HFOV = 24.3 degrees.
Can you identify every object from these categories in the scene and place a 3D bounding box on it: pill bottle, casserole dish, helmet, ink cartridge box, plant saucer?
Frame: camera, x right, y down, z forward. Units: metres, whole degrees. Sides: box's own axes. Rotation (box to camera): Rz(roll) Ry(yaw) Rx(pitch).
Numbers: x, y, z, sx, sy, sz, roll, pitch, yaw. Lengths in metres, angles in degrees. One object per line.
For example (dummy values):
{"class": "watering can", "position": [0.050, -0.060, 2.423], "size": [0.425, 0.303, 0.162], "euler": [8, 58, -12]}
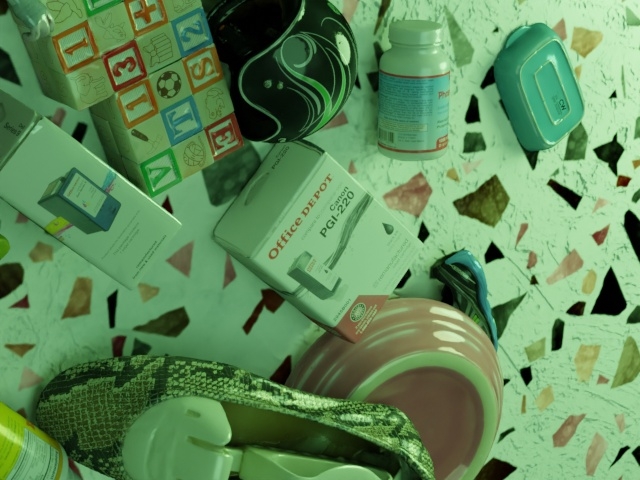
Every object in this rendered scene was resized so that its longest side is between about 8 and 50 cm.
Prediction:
{"class": "pill bottle", "position": [0.114, -0.183, 1.801], "size": [0.087, 0.087, 0.160], "euler": [-14, 115, -33]}
{"class": "casserole dish", "position": [0.296, -0.199, 1.967], "size": [0.114, 0.037, 0.188], "euler": [-41, 127, -18]}
{"class": "helmet", "position": [-0.040, -0.193, 1.637], "size": [0.169, 0.169, 0.161], "euler": [-50, 136, -11]}
{"class": "pill bottle", "position": [-0.352, 0.237, 1.587], "size": [0.117, 0.117, 0.215], "euler": [-52, 129, -9]}
{"class": "ink cartridge box", "position": [-0.269, -0.058, 1.515], "size": [0.093, 0.154, 0.212], "euler": [-53, 130, -7]}
{"class": "ink cartridge box", "position": [0.000, 0.000, 1.782], "size": [0.218, 0.092, 0.159], "euler": [41, 81, -38]}
{"class": "plant saucer", "position": [0.103, 0.240, 1.918], "size": [0.332, 0.084, 0.332], "euler": [-10, 116, -22]}

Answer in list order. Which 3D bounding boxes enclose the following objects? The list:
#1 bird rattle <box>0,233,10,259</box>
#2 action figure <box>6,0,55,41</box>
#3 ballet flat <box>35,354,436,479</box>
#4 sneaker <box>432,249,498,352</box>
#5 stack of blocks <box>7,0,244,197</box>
{"class": "bird rattle", "position": [-0.445, 0.000, 1.457], "size": [0.253, 0.143, 0.207], "euler": [-26, 110, -12]}
{"class": "action figure", "position": [-0.394, -0.229, 1.308], "size": [0.275, 0.248, 0.370], "euler": [23, 82, -30]}
{"class": "ballet flat", "position": [-0.074, 0.238, 1.687], "size": [0.482, 0.182, 0.164], "euler": [13, 106, -25]}
{"class": "sneaker", "position": [0.190, 0.098, 1.991], "size": [0.078, 0.067, 0.188], "euler": [-20, 122, -6]}
{"class": "stack of blocks", "position": [-0.207, -0.199, 1.552], "size": [0.171, 0.087, 0.297], "euler": [-31, 123, -24]}
